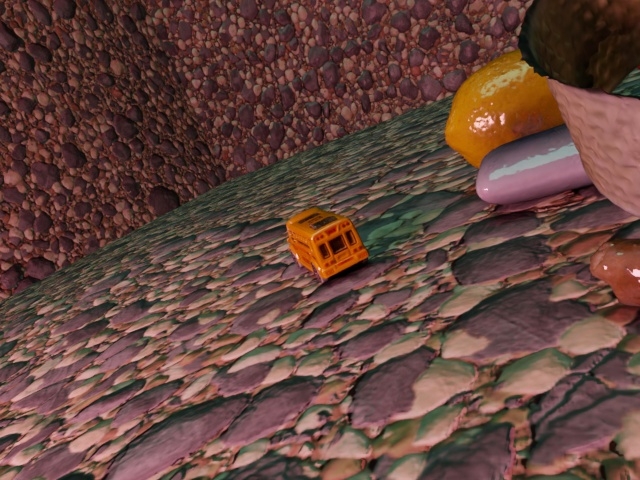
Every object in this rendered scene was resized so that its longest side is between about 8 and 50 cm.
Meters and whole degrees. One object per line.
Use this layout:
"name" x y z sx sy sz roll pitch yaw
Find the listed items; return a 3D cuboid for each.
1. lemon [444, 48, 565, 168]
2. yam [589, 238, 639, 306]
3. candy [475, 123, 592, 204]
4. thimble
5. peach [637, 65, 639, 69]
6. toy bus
"lemon" 0.275 -0.178 0.733 0.207 0.170 0.170 -23 13 18
"yam" 0.250 0.021 0.252 0.057 0.056 0.241 -30 17 -28
"candy" 0.269 -0.092 0.606 0.174 0.071 0.138 -16 15 25
"thimble" 0.300 -0.146 0.379 0.271 0.150 0.270 -26 39 23
"peach" 0.467 -0.261 0.580 0.249 0.245 0.275 -20 -11 38
"toy bus" 0.000 0.000 0.693 0.070 0.074 0.162 -28 15 -12
